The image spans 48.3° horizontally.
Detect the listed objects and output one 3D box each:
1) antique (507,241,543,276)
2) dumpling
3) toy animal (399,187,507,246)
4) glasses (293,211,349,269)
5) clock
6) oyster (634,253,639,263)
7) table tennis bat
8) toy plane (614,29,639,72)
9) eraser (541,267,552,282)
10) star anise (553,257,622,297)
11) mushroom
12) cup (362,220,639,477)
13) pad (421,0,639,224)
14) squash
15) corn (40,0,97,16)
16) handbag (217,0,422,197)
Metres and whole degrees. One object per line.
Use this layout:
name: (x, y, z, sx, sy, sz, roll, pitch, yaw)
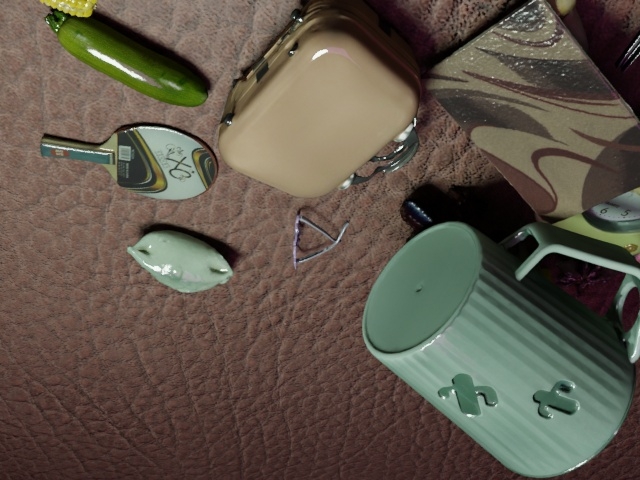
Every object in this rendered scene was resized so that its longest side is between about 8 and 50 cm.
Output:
antique: (0.354, 0.122, 1.449, 0.125, 0.150, 0.284, 3, 132, -5)
dumpling: (-0.283, 0.055, 1.407, 0.216, 0.105, 0.149, 18, 131, -24)
toy animal: (0.222, -0.009, 1.296, 0.218, 0.116, 0.179, 17, 138, -26)
glasses: (0.000, 0.000, 1.363, 0.103, 0.063, 0.140, 4, 141, -4)
clock: (0.520, -0.106, 1.178, 0.234, 0.096, 0.308, 18, 138, -16)
oyster: (0.736, -0.013, 1.292, 0.354, 0.107, 0.201, -15, 118, 37)
table tennis bat: (-0.329, -0.143, 1.243, 0.300, 0.022, 0.173, 8, 140, -10)
toy plane: (0.550, -0.343, 0.897, 0.155, 0.106, 0.382, 24, 142, -7)
eraser: (0.448, 0.132, 1.449, 0.045, 0.122, 0.097, 0, 140, 8)
star anise: (0.508, 0.064, 1.414, 0.129, 0.056, 0.124, 24, 136, -24)
mushroom: (0.336, -0.215, 1.064, 0.109, 0.097, 0.352, -11, 136, -4)
cup: (0.321, 0.144, 1.213, 0.392, 0.401, 0.310, 37, 173, -24)
pad: (0.323, -0.169, 1.032, 0.330, 0.004, 0.220, 44, 136, -16)
squash: (-0.282, -0.263, 1.057, 0.258, 0.069, 0.069, 24, 136, -24)
corn: (-0.395, -0.374, 0.911, 0.244, 0.093, 0.093, 23, 136, -23)
handbag: (0.022, -0.189, 1.071, 0.283, 0.149, 0.302, 29, 132, -25)
